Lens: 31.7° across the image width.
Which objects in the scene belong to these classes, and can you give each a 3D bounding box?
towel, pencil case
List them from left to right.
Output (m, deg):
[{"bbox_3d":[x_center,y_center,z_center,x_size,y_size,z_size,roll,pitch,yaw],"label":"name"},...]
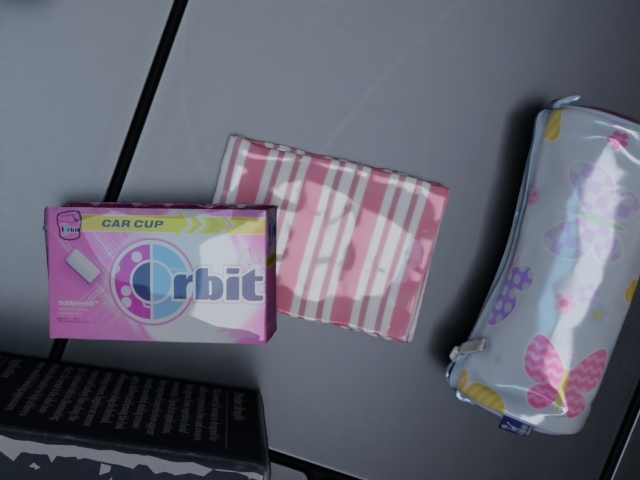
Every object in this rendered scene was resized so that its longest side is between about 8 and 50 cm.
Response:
[{"bbox_3d":[0.000,0.000,0.957,0.197,0.029,0.144,13,96,-7],"label":"towel"},{"bbox_3d":[0.201,0.023,0.936,0.124,0.113,0.273,21,96,12],"label":"pencil case"}]

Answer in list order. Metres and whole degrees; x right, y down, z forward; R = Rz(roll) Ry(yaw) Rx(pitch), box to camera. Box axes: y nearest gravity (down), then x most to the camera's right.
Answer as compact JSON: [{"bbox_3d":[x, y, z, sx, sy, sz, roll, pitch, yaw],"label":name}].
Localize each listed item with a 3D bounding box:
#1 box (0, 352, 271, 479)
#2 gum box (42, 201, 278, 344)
[{"bbox_3d":[-0.256,0.253,0.877,0.396,0.212,0.293,10,97,-5],"label":"box"},{"bbox_3d":[-0.132,0.024,0.918,0.188,0.062,0.107,1,96,6],"label":"gum box"}]
